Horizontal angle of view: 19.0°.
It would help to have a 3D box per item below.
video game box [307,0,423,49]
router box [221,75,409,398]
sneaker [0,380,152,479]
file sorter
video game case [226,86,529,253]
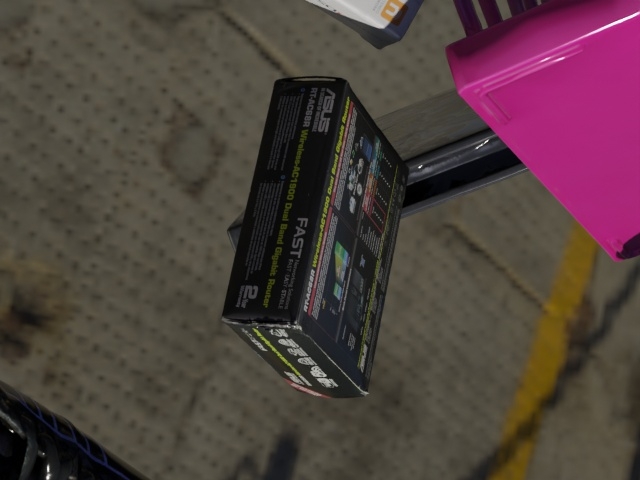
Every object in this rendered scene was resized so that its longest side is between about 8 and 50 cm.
[{"bbox_3d":[0.009,-0.236,1.015,0.187,0.048,0.205,30,85,-15],"label":"video game box"},{"bbox_3d":[0.000,0.000,0.870,0.092,0.038,0.122,51,46,-57],"label":"router box"},{"bbox_3d":[-0.123,0.096,0.715,0.232,0.090,0.081,27,68,-18],"label":"sneaker"},{"bbox_3d":[0.160,-0.137,0.795,0.291,0.202,0.182,33,37,-67],"label":"file sorter"},{"bbox_3d":[0.089,-0.064,1.091,0.275,0.248,0.035,-53,121,-76],"label":"video game case"}]
